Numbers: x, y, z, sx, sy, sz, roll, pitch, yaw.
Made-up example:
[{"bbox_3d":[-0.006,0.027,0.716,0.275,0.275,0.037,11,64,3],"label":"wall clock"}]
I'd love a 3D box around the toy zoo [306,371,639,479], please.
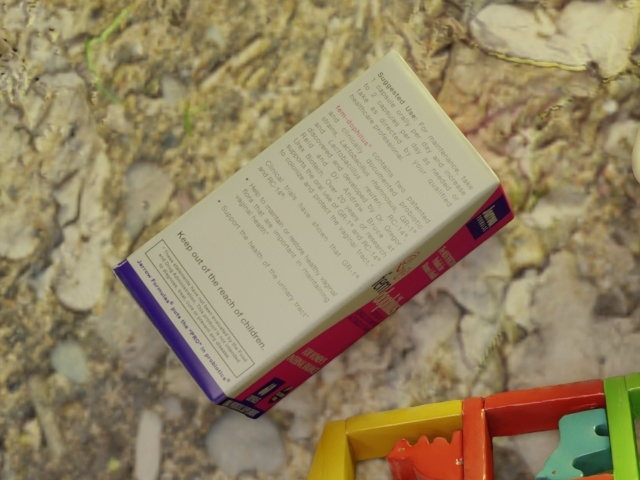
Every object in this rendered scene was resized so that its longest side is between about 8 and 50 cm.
[{"bbox_3d":[0.098,0.167,1.049,0.293,0.030,0.192,-10,38,12],"label":"toy zoo"}]

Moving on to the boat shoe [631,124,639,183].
[{"bbox_3d":[0.305,-0.145,1.112,0.099,0.116,0.319,35,78,-27],"label":"boat shoe"}]

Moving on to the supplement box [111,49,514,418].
[{"bbox_3d":[0.000,0.000,1.122,0.220,0.111,0.114,-39,74,3],"label":"supplement box"}]
